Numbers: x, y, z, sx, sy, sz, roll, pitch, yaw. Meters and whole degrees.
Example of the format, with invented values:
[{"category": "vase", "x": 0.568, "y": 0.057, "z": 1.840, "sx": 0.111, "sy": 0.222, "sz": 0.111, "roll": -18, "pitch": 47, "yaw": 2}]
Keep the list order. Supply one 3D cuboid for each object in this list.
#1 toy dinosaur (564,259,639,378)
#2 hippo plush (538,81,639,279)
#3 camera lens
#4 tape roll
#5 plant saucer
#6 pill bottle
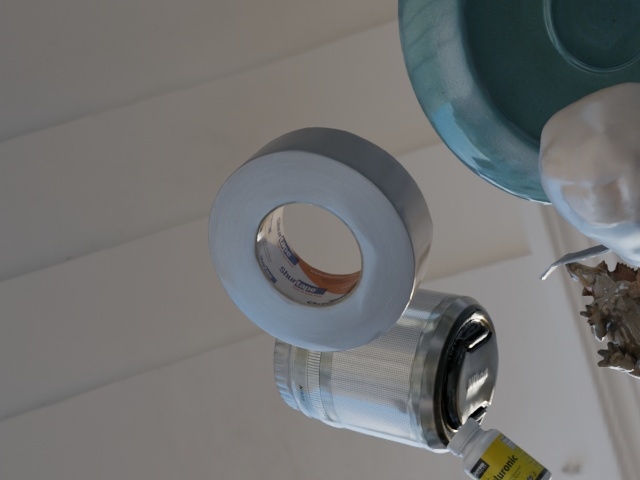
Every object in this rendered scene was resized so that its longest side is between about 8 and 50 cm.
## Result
[{"category": "toy dinosaur", "x": 0.445, "y": 0.129, "z": 1.557, "sx": 0.200, "sy": 0.127, "sz": 0.296, "roll": 38, "pitch": -148, "yaw": -64}, {"category": "hippo plush", "x": 0.233, "y": 0.044, "z": 0.567, "sx": 0.234, "sy": 0.294, "sz": 0.237, "roll": 11, "pitch": -124, "yaw": -29}, {"category": "camera lens", "x": 0.100, "y": 0.171, "z": 1.582, "sx": 0.219, "sy": 0.274, "sz": 0.219, "roll": -21, "pitch": -65, "yaw": -55}, {"category": "tape roll", "x": 0.000, "y": 0.000, "z": 1.117, "sx": 0.219, "sy": 0.219, "sz": 0.072, "roll": 57, "pitch": -148, "yaw": -12}, {"category": "plant saucer", "x": 0.216, "y": -0.184, "z": 0.881, "sx": 0.317, "sy": 0.043, "sz": 0.318, "roll": -2, "pitch": -84, "yaw": -17}, {"category": "pill bottle", "x": 0.208, "y": 0.263, "z": 1.305, "sx": 0.116, "sy": 0.065, "sz": 0.065, "roll": 38, "pitch": -124, "yaw": 17}]
